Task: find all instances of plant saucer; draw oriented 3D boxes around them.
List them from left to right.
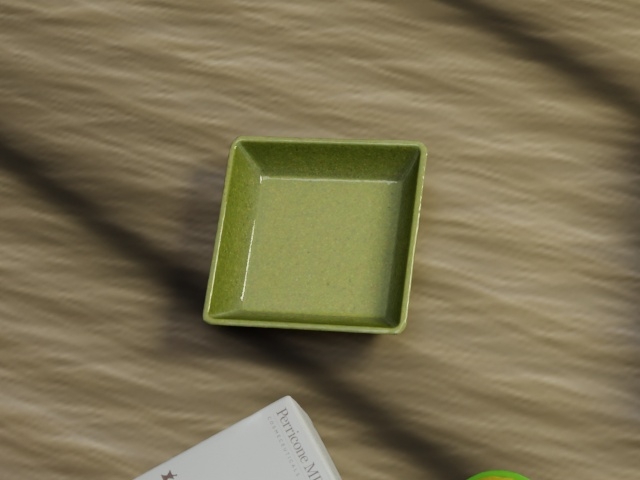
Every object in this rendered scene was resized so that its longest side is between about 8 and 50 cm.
[{"bbox_3d":[0.000,0.000,1.751,0.188,0.045,0.188,3,69,14],"label":"plant saucer"}]

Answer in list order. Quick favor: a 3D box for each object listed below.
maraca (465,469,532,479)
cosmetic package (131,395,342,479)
[{"bbox_3d":[0.135,0.279,1.576,0.127,0.099,0.186,30,102,31],"label":"maraca"},{"bbox_3d":[-0.094,0.243,1.649,0.231,0.085,0.117,-30,65,1],"label":"cosmetic package"}]
